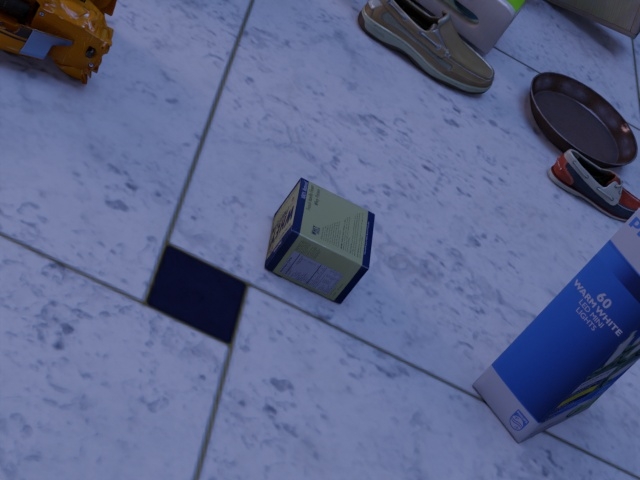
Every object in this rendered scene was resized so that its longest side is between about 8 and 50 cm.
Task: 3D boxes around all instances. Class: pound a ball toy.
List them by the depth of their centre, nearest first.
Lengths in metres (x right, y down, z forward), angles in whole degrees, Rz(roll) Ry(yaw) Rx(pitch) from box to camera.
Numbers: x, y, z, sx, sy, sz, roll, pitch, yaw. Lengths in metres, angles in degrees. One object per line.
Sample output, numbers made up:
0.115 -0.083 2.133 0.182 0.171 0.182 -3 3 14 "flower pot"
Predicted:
0.109 -0.363 1.666 0.319 0.136 0.208 36 61 1 "pound a ball toy"

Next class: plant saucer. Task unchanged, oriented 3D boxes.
0.337 -0.152 1.678 0.168 0.029 0.168 23 39 -19 "plant saucer"

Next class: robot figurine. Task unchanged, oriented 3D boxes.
-0.331 -0.266 1.221 0.291 0.085 0.211 24 38 -18 "robot figurine"

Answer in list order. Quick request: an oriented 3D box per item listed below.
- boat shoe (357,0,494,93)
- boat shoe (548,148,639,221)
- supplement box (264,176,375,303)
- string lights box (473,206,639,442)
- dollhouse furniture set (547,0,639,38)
0.142 -0.251 1.591 0.190 0.072 0.068 27 38 -12 "boat shoe"
0.346 -0.068 1.583 0.137 0.043 0.049 27 36 -15 "boat shoe"
0.000 0.000 1.221 0.083 0.056 0.083 26 38 -14 "supplement box"
0.269 0.069 1.192 0.133 0.259 0.077 -15 60 -46 "string lights box"
0.508 -0.523 1.953 0.362 0.256 0.394 28 44 15 "dollhouse furniture set"
